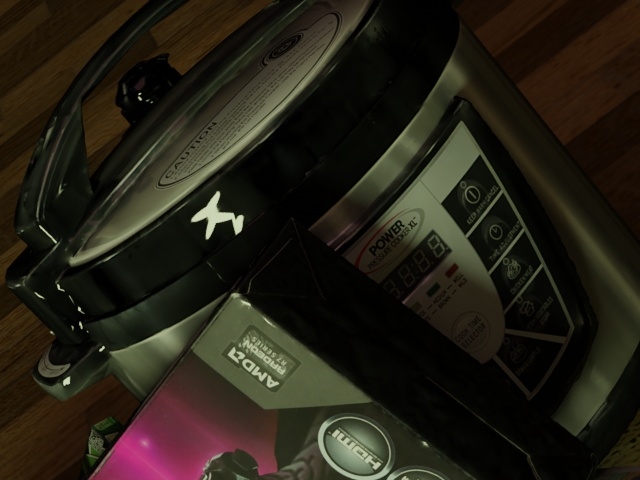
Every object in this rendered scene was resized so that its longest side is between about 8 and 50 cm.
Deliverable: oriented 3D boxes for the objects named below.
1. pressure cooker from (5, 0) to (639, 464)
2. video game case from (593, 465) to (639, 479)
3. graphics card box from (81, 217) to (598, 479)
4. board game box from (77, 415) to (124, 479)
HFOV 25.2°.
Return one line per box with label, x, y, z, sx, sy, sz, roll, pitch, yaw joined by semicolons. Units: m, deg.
pressure cooker;-0.003;0.001;1.051;0.375;0.420;0.370;-30;20;31
video game case;0.130;0.220;0.935;0.204;0.025;0.285;-39;-1;-16
graphics card box;-0.033;0.186;0.888;0.371;0.233;0.094;-50;2;36
board game box;-0.091;0.260;1.081;0.259;0.136;0.030;36;39;25
